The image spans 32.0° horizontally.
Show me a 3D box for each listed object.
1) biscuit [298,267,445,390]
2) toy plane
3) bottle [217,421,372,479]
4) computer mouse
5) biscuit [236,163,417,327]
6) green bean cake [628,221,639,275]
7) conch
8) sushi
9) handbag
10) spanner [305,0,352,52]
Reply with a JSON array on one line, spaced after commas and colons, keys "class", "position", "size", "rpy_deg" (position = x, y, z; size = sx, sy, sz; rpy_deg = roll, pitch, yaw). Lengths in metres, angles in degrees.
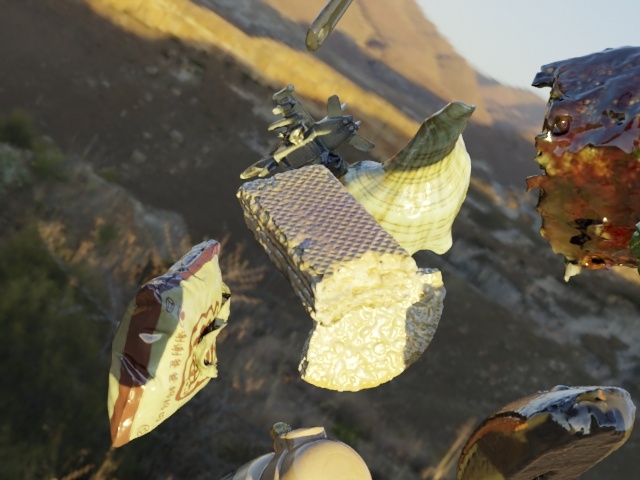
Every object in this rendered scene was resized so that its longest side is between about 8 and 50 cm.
[{"class": "biscuit", "position": [0.073, 0.121, 1.679], "size": [0.188, 0.265, 0.040], "rpy_deg": [60, -12, -9]}, {"class": "toy plane", "position": [-0.041, -0.133, 1.710], "size": [0.192, 0.262, 0.088], "rpy_deg": [52, 35, -16]}, {"class": "bottle", "position": [-0.043, 0.219, 0.903], "size": [0.097, 0.209, 0.110], "rpy_deg": [-1, 63, -41]}, {"class": "computer mouse", "position": [0.293, 0.268, 1.516], "size": [0.182, 0.323, 0.116], "rpy_deg": [-6, 62, -28]}, {"class": "biscuit", "position": [0.000, 0.000, 1.137], "size": [0.108, 0.062, 0.239], "rpy_deg": [-15, 33, -18]}, {"class": "green bean cake", "position": [0.378, 0.040, 0.872], "size": [0.125, 0.248, 0.222], "rpy_deg": [41, 32, -45]}, {"class": "conch", "position": [0.125, -0.055, 1.535], "size": [0.203, 0.386, 0.170], "rpy_deg": [-25, 88, -39]}, {"class": "sushi", "position": [0.449, -0.106, 1.504], "size": [0.294, 0.300, 0.281], "rpy_deg": [-3, 29, 27]}, {"class": "handbag", "position": [-0.189, 0.121, 1.386], "size": [0.127, 0.213, 0.235], "rpy_deg": [13, 16, 10]}, {"class": "spanner", "position": [0.042, -0.220, 0.862], "size": [0.012, 0.208, 0.046], "rpy_deg": [25, -27, 15]}]
